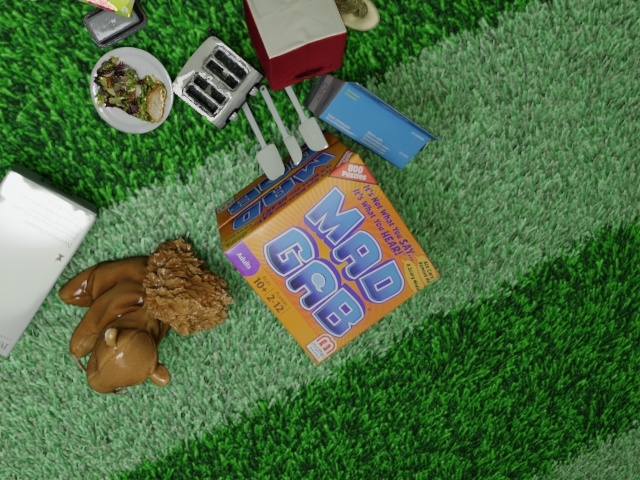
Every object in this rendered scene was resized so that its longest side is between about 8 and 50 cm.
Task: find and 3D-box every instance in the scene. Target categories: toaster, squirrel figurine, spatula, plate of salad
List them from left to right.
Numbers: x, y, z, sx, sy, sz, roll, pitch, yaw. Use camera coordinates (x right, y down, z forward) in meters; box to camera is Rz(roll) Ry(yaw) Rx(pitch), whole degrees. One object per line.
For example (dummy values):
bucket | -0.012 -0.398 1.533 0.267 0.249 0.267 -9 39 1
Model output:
plate of salad | -0.443 -0.346 1.562 0.200 0.048 0.199 2 111 4
squirrel figurine | -0.414 0.177 1.588 0.397 0.370 0.281 -36 111 1
toaster | -0.243 -0.377 1.571 0.186 0.110 0.168 39 97 -13
spatula | -0.102 -0.280 1.601 0.168 0.019 0.242 -32 74 17

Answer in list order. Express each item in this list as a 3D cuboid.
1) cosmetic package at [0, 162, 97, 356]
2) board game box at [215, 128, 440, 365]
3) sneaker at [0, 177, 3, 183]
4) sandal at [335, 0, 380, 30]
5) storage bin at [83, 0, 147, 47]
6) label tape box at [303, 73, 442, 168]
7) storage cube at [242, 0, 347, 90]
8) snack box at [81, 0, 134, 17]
cosmetic package | -0.704 0.041 1.534 0.217 0.156 0.385 30 91 -22
board game box | 0.000 0.000 1.626 0.357 0.356 0.356 -36 111 2
sneaker | -0.774 -0.104 1.592 0.070 0.051 0.134 -28 113 6
sandal | 0.049 -0.579 1.590 0.240 0.079 0.088 34 99 -20
storage bin | -0.465 -0.499 1.502 0.135 0.091 0.098 -30 112 -2
label tape box | 0.107 -0.277 1.567 0.241 0.333 0.106 30 100 -19
storage cube | -0.062 -0.480 1.506 0.184 0.193 0.215 -20 84 -5
snack box | -0.449 -0.587 1.372 0.175 0.070 0.207 14 104 -22
